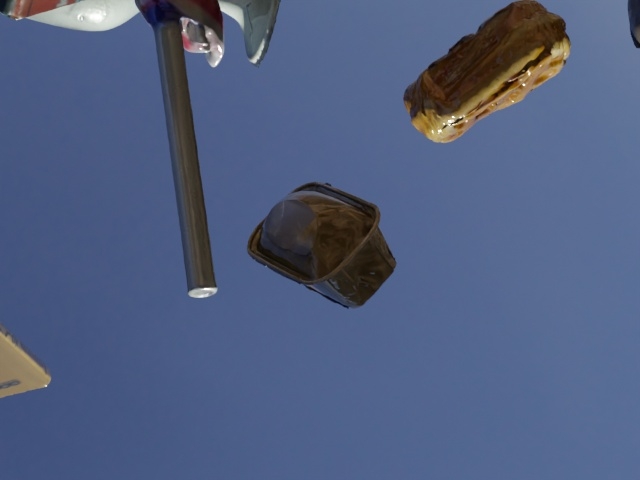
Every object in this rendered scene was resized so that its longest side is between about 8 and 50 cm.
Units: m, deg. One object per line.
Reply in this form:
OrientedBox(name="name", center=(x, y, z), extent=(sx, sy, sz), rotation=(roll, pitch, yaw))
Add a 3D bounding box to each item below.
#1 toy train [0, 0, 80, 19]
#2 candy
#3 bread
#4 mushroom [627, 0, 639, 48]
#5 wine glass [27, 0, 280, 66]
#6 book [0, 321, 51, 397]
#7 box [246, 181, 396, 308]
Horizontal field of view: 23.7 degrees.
OrientedBox(name="toy train", center=(-0.098, -0.289, 0.699), extent=(0.086, 0.409, 0.089), rotation=(40, -140, 17))
OrientedBox(name="candy", center=(-0.088, -0.141, 0.865), extent=(0.124, 0.124, 0.365), rotation=(10, -120, -41))
OrientedBox(name="bread", center=(0.102, -0.101, 0.926), extent=(0.044, 0.111, 0.083), rotation=(56, -165, 10))
OrientedBox(name="mushroom", center=(0.341, -0.208, 1.262), extent=(0.188, 0.117, 0.141), rotation=(12, -133, 31))
OrientedBox(name="wine glass", center=(-0.200, -0.286, 1.672), extent=(0.321, 0.143, 0.143), rotation=(10, -150, -13))
OrientedBox(name="book", center=(-0.416, 0.094, 1.328), extent=(0.389, 0.269, 0.032), rotation=(67, -171, -67))
OrientedBox(name="box", center=(0.000, 0.000, 1.514), extent=(0.111, 0.111, 0.177), rotation=(17, -176, -33))
